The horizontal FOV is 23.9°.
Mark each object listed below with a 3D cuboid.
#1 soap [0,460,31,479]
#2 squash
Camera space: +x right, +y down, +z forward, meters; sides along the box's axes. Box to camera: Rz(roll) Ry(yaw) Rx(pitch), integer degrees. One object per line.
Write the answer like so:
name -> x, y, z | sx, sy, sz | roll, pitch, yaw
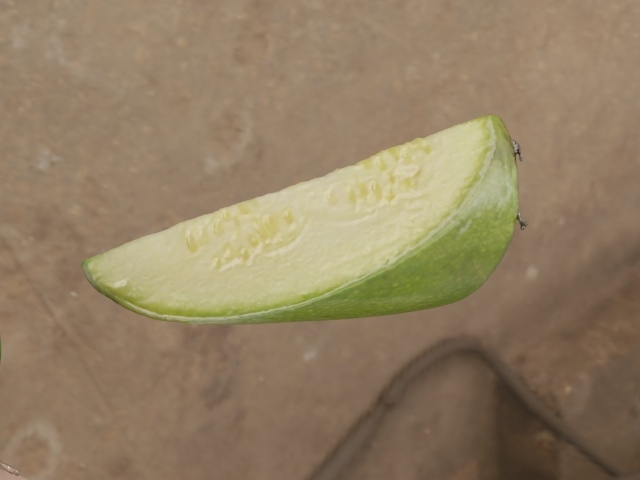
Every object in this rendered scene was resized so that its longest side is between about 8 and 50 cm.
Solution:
soap -> -0.410, 0.300, 1.605 | 0.218, 0.098, 0.273 | -34, 135, 26
squash -> 0.000, 0.000, 1.123 | 0.288, 0.111, 0.203 | 3, 139, -37
